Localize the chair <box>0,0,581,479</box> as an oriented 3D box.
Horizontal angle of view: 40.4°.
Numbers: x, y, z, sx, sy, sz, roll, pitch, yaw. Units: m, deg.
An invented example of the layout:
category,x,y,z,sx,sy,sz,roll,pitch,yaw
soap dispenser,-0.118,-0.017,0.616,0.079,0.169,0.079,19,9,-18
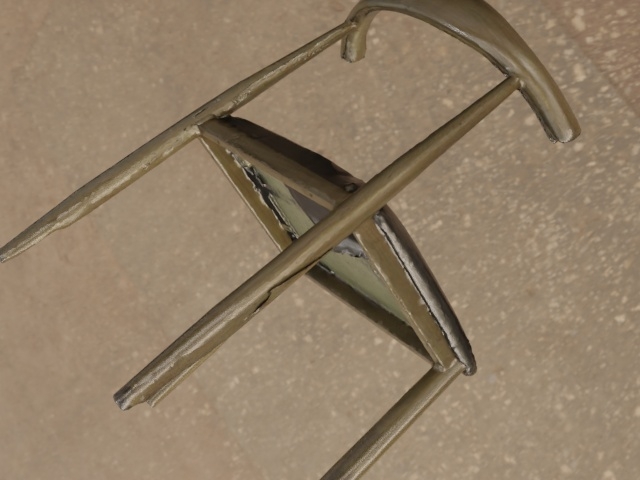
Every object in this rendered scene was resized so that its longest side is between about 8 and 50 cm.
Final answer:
category,x,y,z,sx,sy,sz,roll,pitch,yaw
chair,0.000,0.000,0.489,0.188,0.272,0.166,34,162,46
